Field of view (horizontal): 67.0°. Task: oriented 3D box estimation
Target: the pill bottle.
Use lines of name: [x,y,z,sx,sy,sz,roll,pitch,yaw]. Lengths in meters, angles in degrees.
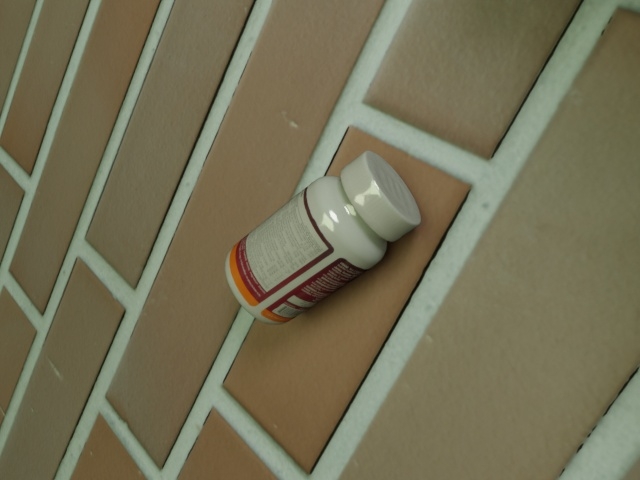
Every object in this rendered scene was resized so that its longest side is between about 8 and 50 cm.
pill bottle: [0.000,0.000,0.574,0.221,0.121,0.121,-36,68,25]
